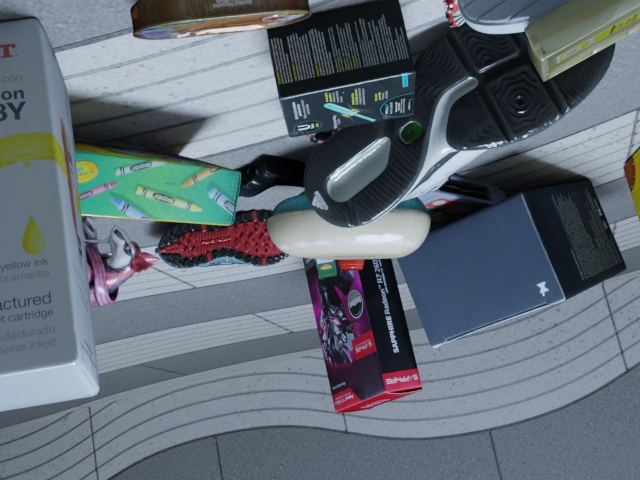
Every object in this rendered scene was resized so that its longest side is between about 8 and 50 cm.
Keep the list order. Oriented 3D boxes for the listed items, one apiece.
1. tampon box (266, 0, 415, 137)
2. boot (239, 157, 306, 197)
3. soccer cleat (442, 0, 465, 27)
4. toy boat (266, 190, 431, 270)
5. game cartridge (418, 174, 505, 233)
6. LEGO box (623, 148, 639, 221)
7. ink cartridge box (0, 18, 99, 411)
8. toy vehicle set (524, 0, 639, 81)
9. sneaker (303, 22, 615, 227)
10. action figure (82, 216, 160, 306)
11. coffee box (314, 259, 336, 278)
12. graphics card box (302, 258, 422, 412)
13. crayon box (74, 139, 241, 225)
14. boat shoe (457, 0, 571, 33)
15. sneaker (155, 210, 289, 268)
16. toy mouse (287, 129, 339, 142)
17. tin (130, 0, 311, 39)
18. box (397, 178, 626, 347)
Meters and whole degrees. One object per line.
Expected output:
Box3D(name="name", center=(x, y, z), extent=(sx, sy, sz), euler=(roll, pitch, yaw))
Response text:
Box3D(name="tampon box", center=(0.026, -0.206, 1.092), extent=(0.160, 0.102, 0.120), euler=(-11, 163, 1))
Box3D(name="boot", center=(-0.083, -0.098, 1.487), extent=(0.121, 0.045, 0.099), euler=(9, 155, -42))
Box3D(name="soccer cleat", center=(0.166, -0.280, 1.075), extent=(0.035, 0.029, 0.083), euler=(-22, 166, 6))
Box3D(name="toy boat", center=(0.047, -0.037, 1.529), extent=(0.267, 0.148, 0.318), euler=(0, 172, 2))
Box3D(name="game cartridge", center=(0.205, -0.070, 1.768), extent=(0.196, 0.060, 0.294), euler=(-20, 162, 40))
Box3D(name="LEGO box", center=(0.843, 0.022, 1.704), extent=(0.372, 0.501, 0.193), euler=(-10, 164, -5))
Box3D(name="ink cartridge box", center=(-0.399, -0.017, 0.942), extent=(0.279, 0.385, 0.160), euler=(-9, 161, -8))
Box3D(name="toy vehicle set", center=(0.299, -0.233, 0.948), extent=(0.166, 0.035, 0.267), euler=(-29, 178, 15))
Box3D(name="sneaker", center=(0.195, -0.184, 1.262), extent=(0.447, 0.169, 0.257), euler=(-31, 179, 21))
Box3D(name="action figure", center=(-0.435, 0.057, 1.409), extent=(0.370, 0.276, 0.248), euler=(-1, 160, 13))
Box3D(name="coffee box", center=(0.000, 0.000, 1.752), extent=(0.040, 0.113, 0.184), euler=(-13, 165, 0))
Box3D(name="graphics card box", center=(0.077, 0.152, 1.855), extent=(0.094, 0.371, 0.233), euler=(-3, 163, -26))
Box3D(name="crayon box", center=(-0.268, -0.082, 1.222), extent=(0.278, 0.081, 0.165), euler=(4, -170, -42))
Box3D(name="boat shoe", center=(0.297, -0.297, 0.969), extent=(0.302, 0.109, 0.094), euler=(-20, 164, 20))
Box3D(name="sneaker", center=(-0.182, -0.001, 1.704), extent=(0.261, 0.104, 0.125), euler=(-1, 178, -20))
Box3D(name="toy mouse", center=(0.035, -0.175, 1.328), extent=(0.161, 0.031, 0.143), euler=(-19, 162, 25))
Box3D(name="tin", center=(-0.103, -0.240, 0.943), extent=(0.189, 0.040, 0.106), euler=(-10, -170, -17))
Box3D(name="box", center=(0.387, 0.038, 1.808), extent=(0.293, 0.212, 0.395), euler=(-25, 173, 34))
